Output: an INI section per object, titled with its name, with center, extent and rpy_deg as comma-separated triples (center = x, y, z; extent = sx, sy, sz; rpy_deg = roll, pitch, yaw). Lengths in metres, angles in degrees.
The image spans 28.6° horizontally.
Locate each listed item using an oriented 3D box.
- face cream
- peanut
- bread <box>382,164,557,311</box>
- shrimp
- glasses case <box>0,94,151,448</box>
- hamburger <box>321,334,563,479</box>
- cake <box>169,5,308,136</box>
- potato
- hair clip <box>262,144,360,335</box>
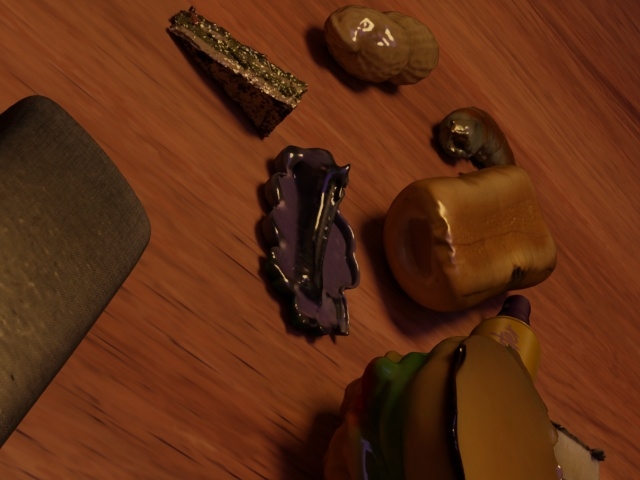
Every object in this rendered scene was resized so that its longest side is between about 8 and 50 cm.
[face cream]
center = 0.174, 0.132, 1.243
extent = 0.078, 0.078, 0.273
rpy_deg = 55, 30, -13
[peanut]
center = 0.066, -0.211, 1.358
extent = 0.187, 0.082, 0.082
rpy_deg = -9, 74, -59
[bread]
center = 0.157, -0.004, 1.316
extent = 0.305, 0.091, 0.142
rpy_deg = -10, 77, -60
[shrimp]
center = 0.197, -0.079, 1.502
extent = 0.161, 0.049, 0.166
rpy_deg = -12, 84, -62
[glasses case]
center = -0.203, 0.034, 0.720
extent = 0.131, 0.074, 0.323
rpy_deg = 52, 31, -16
[hamburger]
center = 0.091, 0.186, 0.996
extent = 0.237, 0.149, 0.237
rpy_deg = 36, 46, -48
[cake]
center = -0.071, -0.157, 1.118
extent = 0.140, 0.055, 0.051
rpy_deg = 45, 40, -25
[potato]
center = 0.229, 0.226, 1.259
extent = 0.122, 0.086, 0.061
rpy_deg = 35, 53, -43
[hair clip]
center = 0.001, -0.001, 1.108
extent = 0.124, 0.052, 0.195
rpy_deg = 33, 45, -33
